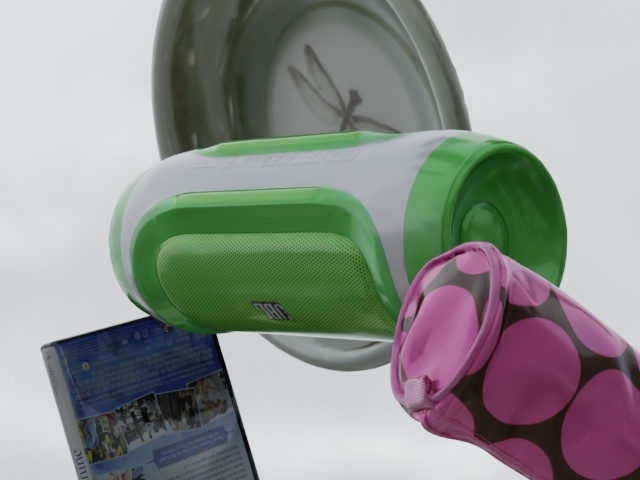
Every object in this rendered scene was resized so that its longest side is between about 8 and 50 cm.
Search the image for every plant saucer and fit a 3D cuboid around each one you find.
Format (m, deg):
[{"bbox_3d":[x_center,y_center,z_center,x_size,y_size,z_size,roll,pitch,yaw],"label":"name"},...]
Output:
[{"bbox_3d":[0.008,-0.089,1.265,0.101,0.400,0.400,-18,-14,-38],"label":"plant saucer"}]

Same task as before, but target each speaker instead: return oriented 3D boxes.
[{"bbox_3d":[0.000,0.000,0.900,0.131,0.131,0.296,11,-8,-43],"label":"speaker"}]

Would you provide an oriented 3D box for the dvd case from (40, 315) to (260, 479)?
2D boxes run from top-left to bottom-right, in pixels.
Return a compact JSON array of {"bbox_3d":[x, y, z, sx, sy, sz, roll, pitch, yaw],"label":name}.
[{"bbox_3d":[-0.123,0.187,1.206,0.022,0.253,0.180,-19,-3,39],"label":"dvd case"}]

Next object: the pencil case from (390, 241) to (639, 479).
[{"bbox_3d":[0.124,0.090,0.713,0.209,0.098,0.095,34,-15,-23],"label":"pencil case"}]
